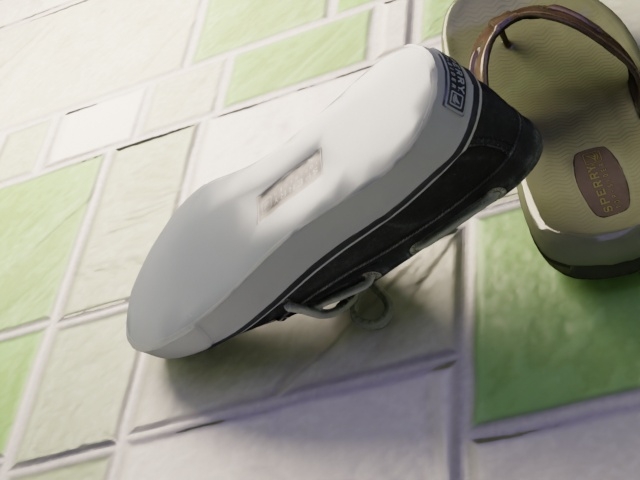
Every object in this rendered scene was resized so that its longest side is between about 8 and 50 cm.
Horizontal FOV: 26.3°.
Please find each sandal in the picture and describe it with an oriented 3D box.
[{"bbox_3d":[0.148,-0.096,0.844,0.120,0.086,0.302,-26,36,7],"label":"sandal"}]

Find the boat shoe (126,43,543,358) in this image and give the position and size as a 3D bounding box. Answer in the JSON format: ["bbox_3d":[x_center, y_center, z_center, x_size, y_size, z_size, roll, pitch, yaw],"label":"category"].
[{"bbox_3d":[0.000,-0.004,0.826,0.306,0.105,0.113,-39,39,34],"label":"boat shoe"}]
